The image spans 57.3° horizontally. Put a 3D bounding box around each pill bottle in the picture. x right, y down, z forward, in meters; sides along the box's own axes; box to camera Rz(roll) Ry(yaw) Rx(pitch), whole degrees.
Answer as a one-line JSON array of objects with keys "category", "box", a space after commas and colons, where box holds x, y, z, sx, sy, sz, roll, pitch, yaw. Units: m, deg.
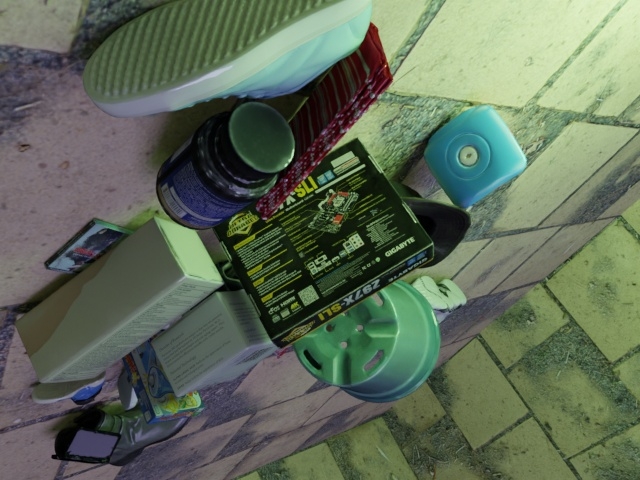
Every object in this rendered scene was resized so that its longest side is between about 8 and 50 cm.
[{"category": "pill bottle", "box": [-0.131, -0.098, 0.793, 0.122, 0.123, 0.219, -10, 172, -37]}]

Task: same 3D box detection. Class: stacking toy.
[{"category": "stacking toy", "box": [0.370, -0.184, 1.275, 0.175, 0.166, 0.301, -37, 167, 31]}]

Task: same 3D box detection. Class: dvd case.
[{"category": "dvd case", "box": [-0.370, 0.015, 0.943, 0.119, 0.013, 0.087, -36, 154, 14]}]

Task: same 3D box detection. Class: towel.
[{"category": "towel", "box": [-0.004, -0.176, 0.833, 0.031, 0.199, 0.275, 32, 119, -23]}]

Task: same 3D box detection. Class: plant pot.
[{"category": "plant pot", "box": [0.103, 0.229, 1.439, 0.341, 0.341, 0.334, -35, 159, 8]}]

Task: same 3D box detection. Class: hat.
[{"category": "hat", "box": [0.144, -0.047, 1.254, 0.331, 0.134, 0.331, -6, 148, -4]}]

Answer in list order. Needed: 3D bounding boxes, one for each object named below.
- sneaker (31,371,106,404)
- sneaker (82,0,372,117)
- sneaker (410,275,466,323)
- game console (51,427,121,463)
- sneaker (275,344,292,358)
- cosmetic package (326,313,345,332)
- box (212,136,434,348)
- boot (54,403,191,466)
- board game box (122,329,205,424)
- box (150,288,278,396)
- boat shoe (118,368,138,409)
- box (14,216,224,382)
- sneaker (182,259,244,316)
[{"category": "sneaker", "box": [-0.543, 0.330, 1.266, 0.152, 0.058, 0.085, -17, 143, -41]}, {"category": "sneaker", "box": [-0.089, -0.212, 0.707, 0.365, 0.135, 0.150, -25, 151, -12]}, {"category": "sneaker", "box": [0.349, 0.235, 1.991, 0.210, 0.137, 0.365, -46, 155, 22]}, {"category": "game console", "box": [-0.575, 0.506, 1.441, 0.107, 0.071, 0.122, -18, 147, 36]}, {"category": "sneaker", "box": [-0.134, 0.318, 1.716, 0.067, 0.042, 0.118, -48, 152, 25]}, {"category": "cosmetic package", "box": [0.035, 0.279, 1.835, 0.060, 0.041, 0.115, -9, 146, -40]}, {"category": "box", "box": [0.000, 0.000, 1.045, 0.321, 0.257, 0.079, -31, 154, -3]}, {"category": "boot", "box": [-0.497, 0.470, 1.521, 0.338, 0.118, 0.223, -41, 144, 2]}, {"category": "board game box", "box": [-0.338, 0.281, 1.238, 0.035, 0.201, 0.136, -42, 153, 22]}, {"category": "box", "box": [-0.181, 0.187, 1.108, 0.181, 0.119, 0.181, -36, 163, 19]}, {"category": "boat shoe", "box": [-0.417, 0.316, 1.371, 0.076, 0.080, 0.229, -8, 139, -37]}, {"category": "box", "box": [-0.337, 0.106, 0.999, 0.311, 0.121, 0.148, -35, 163, 7]}, {"category": "sneaker", "box": [-0.197, 0.119, 1.238, 0.163, 0.086, 0.226, -30, 154, 2]}]
